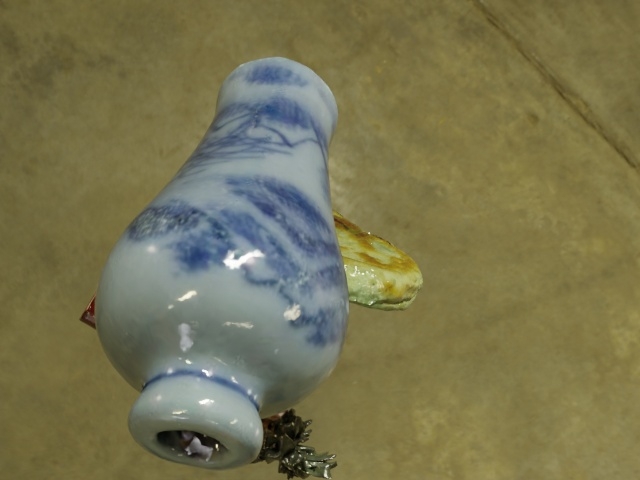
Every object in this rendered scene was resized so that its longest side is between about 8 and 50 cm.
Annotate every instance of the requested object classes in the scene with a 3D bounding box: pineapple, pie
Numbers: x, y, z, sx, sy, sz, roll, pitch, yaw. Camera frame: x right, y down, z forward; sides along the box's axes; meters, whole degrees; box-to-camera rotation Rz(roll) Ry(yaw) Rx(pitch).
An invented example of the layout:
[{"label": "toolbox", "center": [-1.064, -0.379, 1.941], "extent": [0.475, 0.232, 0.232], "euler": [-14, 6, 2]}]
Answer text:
[{"label": "pineapple", "center": [-0.104, 0.333, 1.206], "extent": [0.310, 0.170, 0.141], "euler": [44, 31, -19]}, {"label": "pie", "center": [0.007, 0.004, 0.942], "extent": [0.303, 0.302, 0.066], "euler": [25, 107, -8]}]

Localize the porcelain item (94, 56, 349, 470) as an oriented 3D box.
[{"label": "porcelain item", "center": [-0.047, 0.001, 0.403], "extent": [0.141, 0.141, 0.259], "euler": [18, 48, -11]}]

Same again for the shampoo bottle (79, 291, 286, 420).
[{"label": "shampoo bottle", "center": [-0.145, 0.123, 0.792], "extent": [0.260, 0.064, 0.102], "euler": [35, 29, -14]}]
